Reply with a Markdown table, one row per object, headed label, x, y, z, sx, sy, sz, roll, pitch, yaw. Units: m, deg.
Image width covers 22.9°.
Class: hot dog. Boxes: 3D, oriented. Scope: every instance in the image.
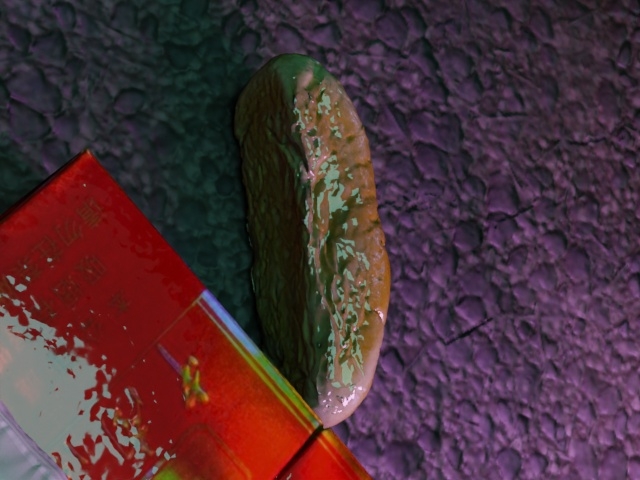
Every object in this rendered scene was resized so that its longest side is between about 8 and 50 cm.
| label | x | y | z | sx | sy | sz | roll | pitch | yaw |
| --- | --- | --- | --- | --- | --- | --- | --- | --- | --- |
| hot dog | 0.000 | 0.000 | 1.021 | 0.073 | 0.084 | 0.242 | -2 | 78 | -27 |

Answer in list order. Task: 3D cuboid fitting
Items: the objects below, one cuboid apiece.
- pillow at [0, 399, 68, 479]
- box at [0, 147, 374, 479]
| label | x | y | z | sx | sy | sz | roll | pitch | yaw |
| --- | --- | --- | --- | --- | --- | --- | --- | --- | --- |
| pillow | -0.234 | 0.185 | 0.809 | 0.254 | 0.078 | 0.144 | -43 | 99 | 8 |
| box | -0.114 | 0.130 | 0.927 | 0.313 | 0.089 | 0.197 | 50 | 60 | -10 |
